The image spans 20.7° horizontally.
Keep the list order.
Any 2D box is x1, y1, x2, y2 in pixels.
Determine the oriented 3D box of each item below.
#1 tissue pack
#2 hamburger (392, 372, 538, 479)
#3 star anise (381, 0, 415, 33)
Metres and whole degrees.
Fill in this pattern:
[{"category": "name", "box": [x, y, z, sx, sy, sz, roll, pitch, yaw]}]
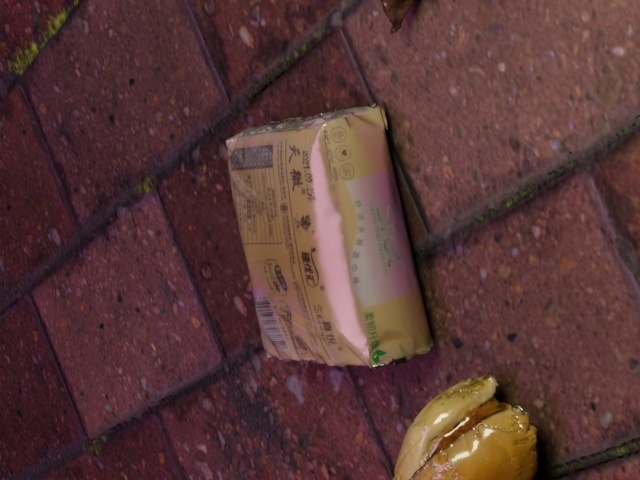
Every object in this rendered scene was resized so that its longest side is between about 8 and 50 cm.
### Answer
[{"category": "tissue pack", "box": [0.000, 0.000, 1.796, 0.215, 0.123, 0.257, -2, 105, 55]}, {"category": "hamburger", "box": [0.132, 0.247, 1.714, 0.124, 0.131, 0.262, 49, 146, 32]}, {"category": "star anise", "box": [0.064, -0.271, 1.619, 0.129, 0.056, 0.124, 64, 148, 12]}]
